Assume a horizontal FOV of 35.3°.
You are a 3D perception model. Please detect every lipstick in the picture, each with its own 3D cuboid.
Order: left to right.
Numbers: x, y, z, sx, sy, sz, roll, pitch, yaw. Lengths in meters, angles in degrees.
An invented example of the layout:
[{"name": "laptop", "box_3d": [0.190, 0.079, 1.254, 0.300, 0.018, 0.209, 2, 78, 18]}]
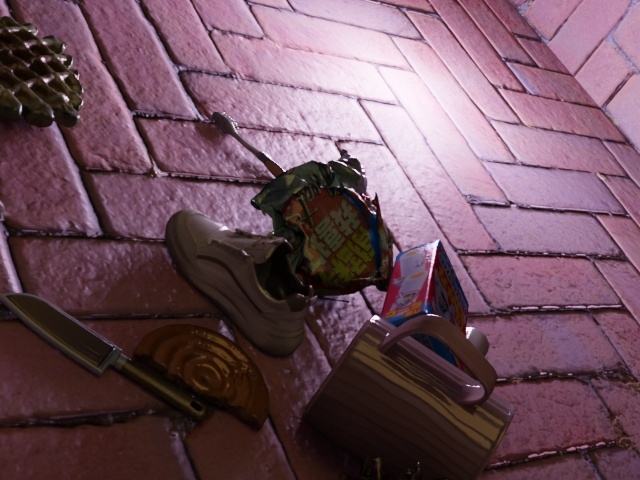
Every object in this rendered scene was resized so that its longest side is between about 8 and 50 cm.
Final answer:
[{"name": "lipstick", "box_3d": [0.237, 0.244, 1.794, 0.070, 0.070, 0.254, 38, 34, 4]}]

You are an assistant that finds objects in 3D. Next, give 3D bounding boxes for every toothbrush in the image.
[{"name": "toothbrush", "box_3d": [-0.082, -0.136, 2.020, 0.375, 0.028, 0.037, 44, 27, 13]}]

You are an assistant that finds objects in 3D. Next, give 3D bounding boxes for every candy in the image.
[{"name": "candy", "box_3d": [0.187, 0.135, 1.768, 0.157, 0.100, 0.306, 63, 19, -17]}]

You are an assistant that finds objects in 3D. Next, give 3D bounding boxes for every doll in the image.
[{"name": "doll", "box_3d": [0.069, -0.111, 2.087, 0.094, 0.079, 0.180, 0, 61, -39]}]

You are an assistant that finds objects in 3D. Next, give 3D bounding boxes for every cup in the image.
[{"name": "cup", "box_3d": [0.139, 0.257, 1.515, 0.273, 0.288, 0.208, 35, 69, 5]}]

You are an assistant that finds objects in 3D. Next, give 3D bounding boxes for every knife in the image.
[{"name": "knife", "box_3d": [-0.311, 0.167, 1.447, 0.343, 0.027, 0.061, 34, 38, -3]}]

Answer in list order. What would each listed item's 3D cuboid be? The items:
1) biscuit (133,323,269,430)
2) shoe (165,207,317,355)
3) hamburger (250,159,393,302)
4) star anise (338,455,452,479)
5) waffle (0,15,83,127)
[{"name": "biscuit", "box_3d": [-0.165, 0.192, 1.539, 0.224, 0.033, 0.144, 33, 34, -5]}, {"name": "shoe", "box_3d": [-0.120, 0.034, 1.664, 0.316, 0.159, 0.124, 47, 36, 11]}, {"name": "hamburger", "box_3d": [0.000, -0.004, 1.851, 0.260, 0.150, 0.276, -16, 73, -30]}, {"name": "star anise", "box_3d": [0.110, 0.392, 1.386, 0.214, 0.220, 0.099, 32, 44, 11]}, {"name": "waffle", "box_3d": [-0.564, -0.311, 1.785, 0.292, 0.056, 0.309, 13, 39, -30]}]
